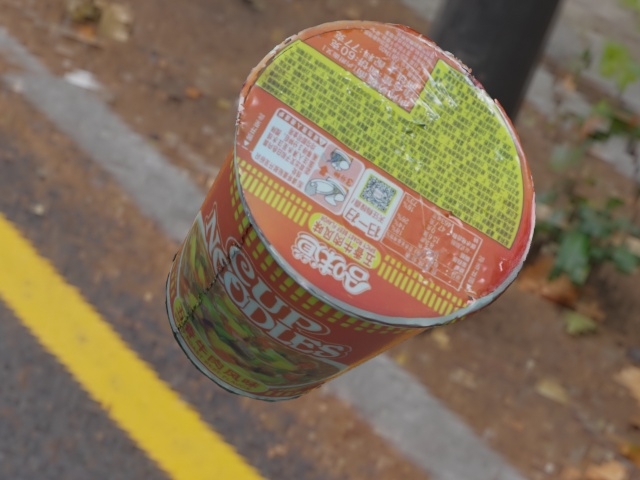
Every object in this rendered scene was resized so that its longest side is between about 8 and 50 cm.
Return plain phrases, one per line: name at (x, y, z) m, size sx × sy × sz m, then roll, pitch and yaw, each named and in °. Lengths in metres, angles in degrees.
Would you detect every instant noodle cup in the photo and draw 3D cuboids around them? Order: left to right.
instant noodle cup at (0.000, 0.000, 1.190) m, size 0.193 × 0.212 × 0.193 m, roll 10°, pitch 63°, yaw -20°
